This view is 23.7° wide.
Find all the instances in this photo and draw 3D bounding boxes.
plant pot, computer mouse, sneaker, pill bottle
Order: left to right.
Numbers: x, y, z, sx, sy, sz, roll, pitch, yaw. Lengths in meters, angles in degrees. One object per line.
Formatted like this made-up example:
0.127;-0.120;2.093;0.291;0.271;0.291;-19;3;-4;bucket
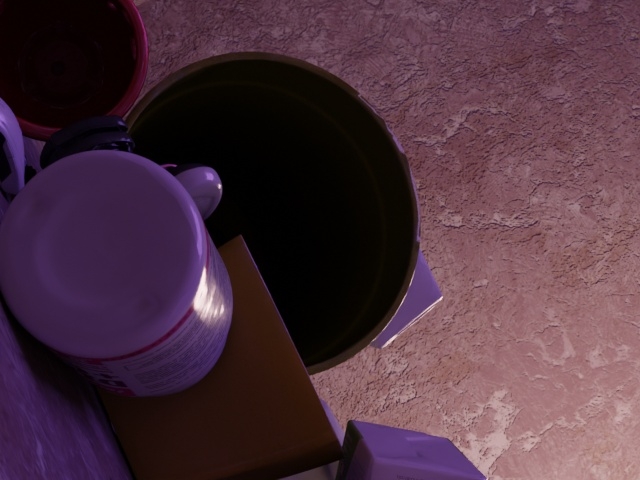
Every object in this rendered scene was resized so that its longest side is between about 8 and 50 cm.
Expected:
-0.292;-0.080;1.439;0.193;0.042;0.106;69;-5;-50;computer mouse
-0.284;-0.198;1.674;0.191;0.191;0.174;65;-7;-2;plant pot
-0.195;-0.062;1.460;0.296;0.105;0.146;-27;-102;57;sneaker
-0.157;0.042;1.259;0.283;0.160;0.160;77;-12;-75;pill bottle
-0.108;0.147;1.487;0.212;0.187;0.212;76;-12;-77;plant pot
-0.118;0.002;1.821;0.366;0.367;0.353;65;-23;1;plant pot

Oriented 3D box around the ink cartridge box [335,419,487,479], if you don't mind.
0.058;0.377;1.526;0.207;0.119;0.353;-143;-115;-83;ink cartridge box

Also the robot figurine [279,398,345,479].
-0.029;0.327;1.807;0.300;0.200;0.353;-24;-81;49;robot figurine

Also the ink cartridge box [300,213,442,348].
0.000;0.000;2.111;0.306;0.131;0.226;20;-37;57;ink cartridge box
